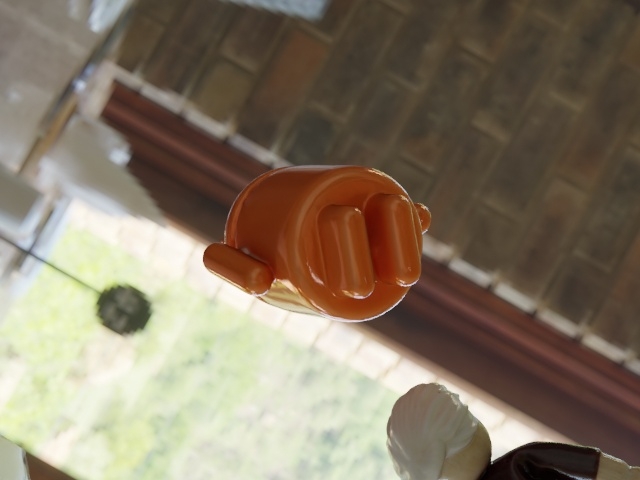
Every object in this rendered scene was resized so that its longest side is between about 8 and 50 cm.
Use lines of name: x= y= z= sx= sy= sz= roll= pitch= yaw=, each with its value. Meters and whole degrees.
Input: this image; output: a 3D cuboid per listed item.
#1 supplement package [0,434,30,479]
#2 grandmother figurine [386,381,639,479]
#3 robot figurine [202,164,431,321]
supplement package: x=-0.383 y=0.188 z=1.272 sx=0.177 sy=0.293 sz=0.175 roll=-49 pitch=-155 yaw=8
grandmother figurine: x=0.192 y=0.249 z=1.446 sx=0.208 sy=0.342 sz=0.104 roll=-49 pitch=-173 yaw=11
robot figurine: x=-0.002 y=0.000 z=1.388 sx=0.158 sy=0.128 sz=0.219 roll=-53 pitch=-158 yaw=-14
